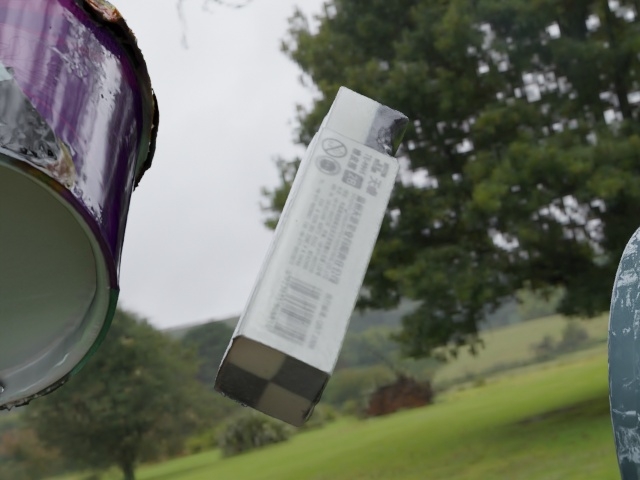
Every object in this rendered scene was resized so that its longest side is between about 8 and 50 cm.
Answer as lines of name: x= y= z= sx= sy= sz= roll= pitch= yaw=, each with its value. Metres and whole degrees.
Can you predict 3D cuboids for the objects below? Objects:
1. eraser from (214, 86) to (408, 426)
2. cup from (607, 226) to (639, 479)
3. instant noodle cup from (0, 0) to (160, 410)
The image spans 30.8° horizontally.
eraser: x=0.000 y=0.000 z=1.176 sx=0.098 sy=0.404 sz=0.096 roll=24 pitch=-48 yaw=-4
cup: x=0.303 y=0.049 z=0.473 sx=0.311 sy=0.331 sz=0.256 roll=-18 pitch=35 yaw=36
instant noodle cup: x=-0.216 y=-0.027 z=0.682 sx=0.251 sy=0.251 sz=0.190 roll=-12 pitch=38 yaw=-1
